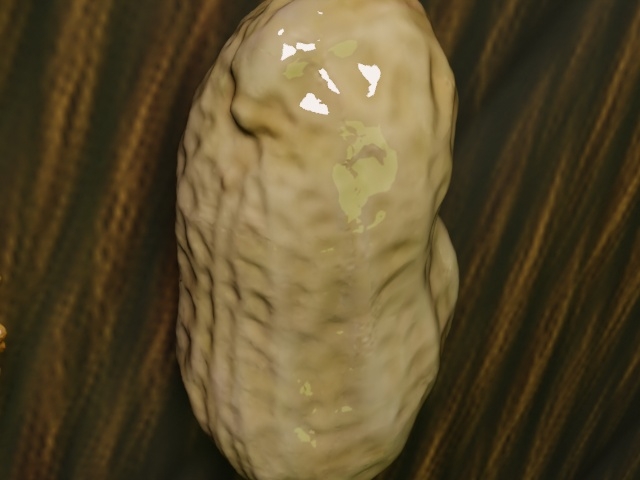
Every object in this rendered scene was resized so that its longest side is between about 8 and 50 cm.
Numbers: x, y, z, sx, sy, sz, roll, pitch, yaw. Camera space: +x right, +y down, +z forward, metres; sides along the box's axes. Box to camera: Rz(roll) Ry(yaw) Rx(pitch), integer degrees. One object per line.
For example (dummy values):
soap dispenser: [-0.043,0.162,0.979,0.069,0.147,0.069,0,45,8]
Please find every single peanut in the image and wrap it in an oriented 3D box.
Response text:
peanut: [0.000,0.000,0.898,0.152,0.152,0.313,-22,134,-25]

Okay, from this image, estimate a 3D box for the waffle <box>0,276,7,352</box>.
waffle: [-0.253,0.052,0.796,0.228,0.051,0.232,-26,139,-22]
